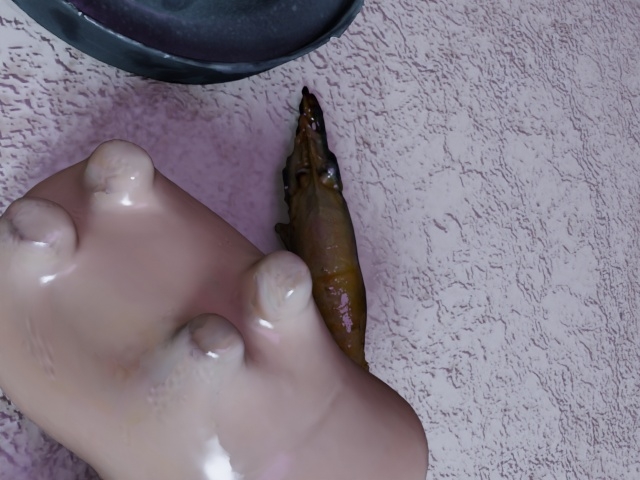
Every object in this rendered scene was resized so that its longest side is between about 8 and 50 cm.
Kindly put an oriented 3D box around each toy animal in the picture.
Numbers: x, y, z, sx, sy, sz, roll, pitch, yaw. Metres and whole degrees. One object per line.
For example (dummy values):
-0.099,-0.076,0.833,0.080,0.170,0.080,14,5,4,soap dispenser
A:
-0.083,0.102,0.451,0.326,0.269,0.237,42,57,15,toy animal

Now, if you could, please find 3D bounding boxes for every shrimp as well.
-0.006,-0.005,0.609,0.066,0.117,0.262,-6,63,-6,shrimp

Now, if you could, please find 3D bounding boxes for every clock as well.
-0.114,-0.314,0.561,0.385,0.076,0.387,5,80,-32,clock
